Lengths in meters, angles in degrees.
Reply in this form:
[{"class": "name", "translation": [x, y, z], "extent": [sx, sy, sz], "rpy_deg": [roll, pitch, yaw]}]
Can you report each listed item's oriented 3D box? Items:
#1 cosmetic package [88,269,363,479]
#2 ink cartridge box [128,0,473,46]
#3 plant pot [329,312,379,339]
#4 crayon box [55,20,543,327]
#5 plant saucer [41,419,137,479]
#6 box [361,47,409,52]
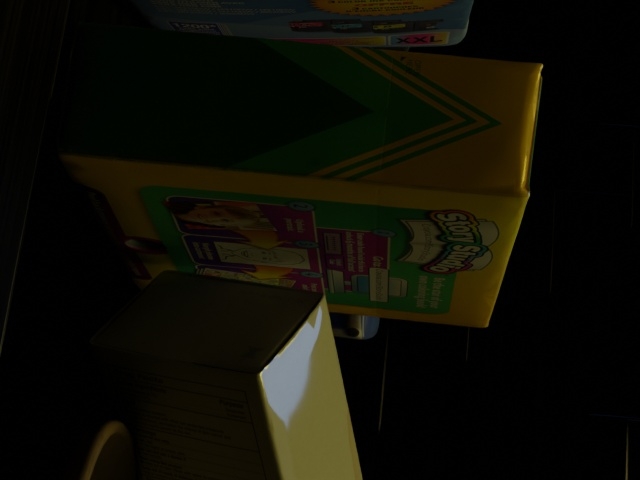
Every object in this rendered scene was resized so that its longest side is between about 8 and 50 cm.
[{"class": "cosmetic package", "translation": [-0.060, 0.188, 1.153], "extent": [0.113, 0.160, 0.309], "rpy_deg": [-47, 136, -46]}, {"class": "ink cartridge box", "translation": [-0.015, -0.245, 1.056], "extent": [0.395, 0.270, 0.151], "rpy_deg": [43, 47, -85]}, {"class": "plant pot", "translation": [0.000, 0.000, 2.025], "extent": [0.212, 0.236, 0.236], "rpy_deg": [-73, 170, -45]}, {"class": "crayon box", "translation": [-0.007, -0.036, 1.103], "extent": [0.363, 0.313, 0.106], "rpy_deg": [84, 12, -73]}, {"class": "plant saucer", "translation": [-0.175, 0.266, 1.020], "extent": [0.278, 0.041, 0.278], "rpy_deg": [4, 90, -86]}, {"class": "box", "translation": [0.038, -0.340, 1.636], "extent": [0.343, 0.179, 0.312], "rpy_deg": [-83, -162, -58]}]
